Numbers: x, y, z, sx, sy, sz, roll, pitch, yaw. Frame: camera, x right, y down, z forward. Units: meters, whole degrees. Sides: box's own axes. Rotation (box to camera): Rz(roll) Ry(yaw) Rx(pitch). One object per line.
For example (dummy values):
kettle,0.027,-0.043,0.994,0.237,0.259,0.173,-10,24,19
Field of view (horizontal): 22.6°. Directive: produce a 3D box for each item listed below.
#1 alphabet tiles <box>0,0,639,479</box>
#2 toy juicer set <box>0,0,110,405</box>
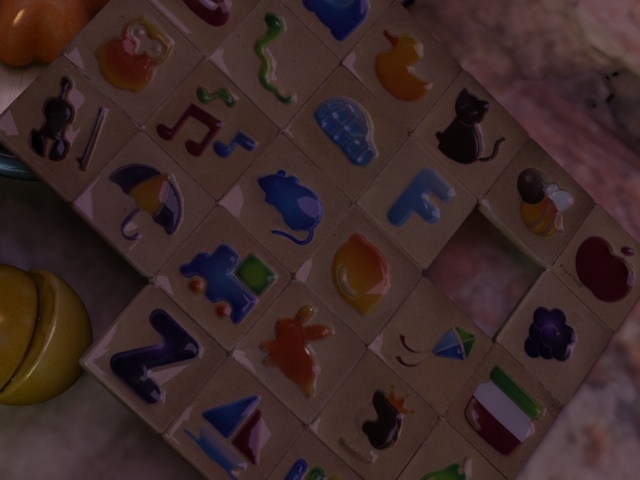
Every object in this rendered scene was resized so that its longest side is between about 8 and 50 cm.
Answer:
alphabet tiles,0.000,0.000,0.607,0.237,0.009,0.198,44,65,-10
toy juicer set,-0.097,-0.048,0.615,0.329,0.089,0.209,-9,67,-13
